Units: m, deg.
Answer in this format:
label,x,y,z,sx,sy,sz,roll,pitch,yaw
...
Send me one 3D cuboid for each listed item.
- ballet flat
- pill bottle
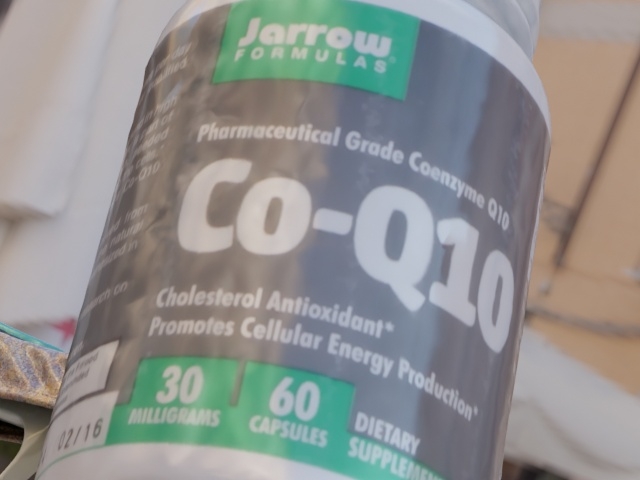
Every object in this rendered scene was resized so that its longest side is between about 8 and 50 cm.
label,x,y,z,sx,sy,sz,roll,pitch,yaw
ballet flat,-0.159,0.122,1.258,0.316,0.106,0.107,11,-29,36
pill bottle,0.000,0.000,0.941,0.204,0.361,0.204,8,-30,5
